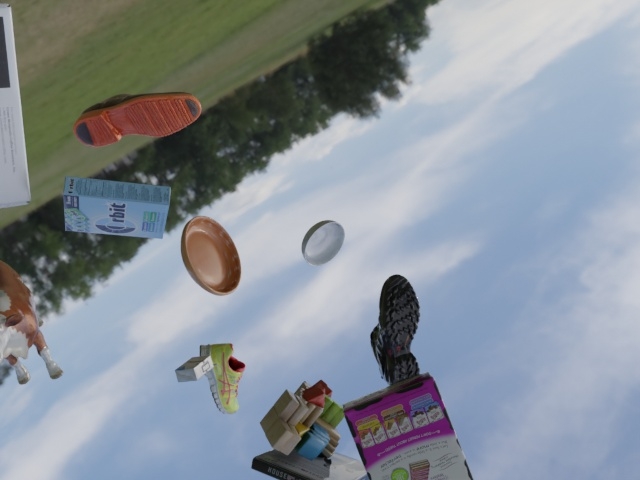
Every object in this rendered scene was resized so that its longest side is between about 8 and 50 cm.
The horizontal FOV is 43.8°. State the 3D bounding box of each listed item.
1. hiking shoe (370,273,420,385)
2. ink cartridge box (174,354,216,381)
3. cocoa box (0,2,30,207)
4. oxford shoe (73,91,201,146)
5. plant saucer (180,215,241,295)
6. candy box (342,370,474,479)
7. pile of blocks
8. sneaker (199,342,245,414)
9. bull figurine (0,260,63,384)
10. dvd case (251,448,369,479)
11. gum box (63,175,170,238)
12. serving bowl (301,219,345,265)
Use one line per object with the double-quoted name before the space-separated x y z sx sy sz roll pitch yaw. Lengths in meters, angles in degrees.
"hiking shoe" 0.130 0.174 1.530 0.086 0.227 0.114 -6 -171 -28
"ink cartridge box" -0.252 0.257 1.621 0.048 0.028 0.083 -9 -169 26
"cocoa box" -0.672 -0.232 1.388 0.231 0.347 0.228 -13 -161 -41
"oxford shoe" -0.489 -0.357 2.147 0.363 0.130 0.133 -7 -136 13
"plant saucer" -0.264 0.040 1.887 0.037 0.200 0.200 -23 -165 28
"candy box" 0.150 0.352 1.297 0.159 0.234 0.071 -21 180 1
"pile of blocks" -0.007 0.347 1.587 0.113 0.149 0.362 -52 171 4
"sneaker" -0.217 0.327 1.887 0.094 0.209 0.081 -16 -147 -3
"bull figurine" -0.525 0.140 1.346 0.101 0.189 0.310 -25 -146 -12
"dvd case" -0.008 0.448 1.571 0.179 0.030 0.238 16 -179 21
"gum box" -0.378 -0.057 1.478 0.184 0.041 0.157 6 155 -14
"serving bowl" 0.000 0.000 1.307 0.083 0.083 0.027 -35 -131 -17
